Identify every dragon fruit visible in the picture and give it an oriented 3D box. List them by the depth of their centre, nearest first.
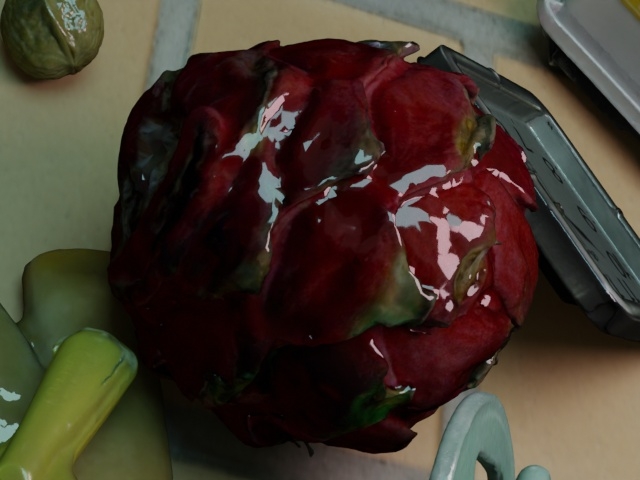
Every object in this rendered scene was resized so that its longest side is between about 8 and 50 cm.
[{"bbox_3d":[0.000,0.001,1.380,0.329,0.329,0.329,11,54,-16],"label":"dragon fruit"}]

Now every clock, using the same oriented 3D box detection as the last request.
[{"bbox_3d":[0.195,-0.028,1.577,0.279,0.049,0.273,58,17,19],"label":"clock"}]

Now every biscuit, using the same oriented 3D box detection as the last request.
[{"bbox_3d":[-0.223,0.128,1.364,0.237,0.062,0.291,4,58,-22],"label":"biscuit"}]

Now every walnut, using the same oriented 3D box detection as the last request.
[{"bbox_3d":[-0.218,-0.175,1.558,0.092,0.092,0.092,11,54,-16],"label":"walnut"}]

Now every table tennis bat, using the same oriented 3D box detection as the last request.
[{"bbox_3d":[-0.206,0.179,1.216,0.224,0.054,0.369,12,37,10],"label":"table tennis bat"}]

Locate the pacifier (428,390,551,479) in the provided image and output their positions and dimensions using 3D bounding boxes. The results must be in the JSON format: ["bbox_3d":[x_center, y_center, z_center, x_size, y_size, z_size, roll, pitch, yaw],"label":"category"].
[{"bbox_3d":[0.051,0.272,1.314,0.269,0.288,0.343,6,71,20],"label":"pacifier"}]

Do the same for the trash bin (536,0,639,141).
[{"bbox_3d":[0.406,-0.257,1.700,0.296,0.368,0.256,-29,72,-36],"label":"trash bin"}]
